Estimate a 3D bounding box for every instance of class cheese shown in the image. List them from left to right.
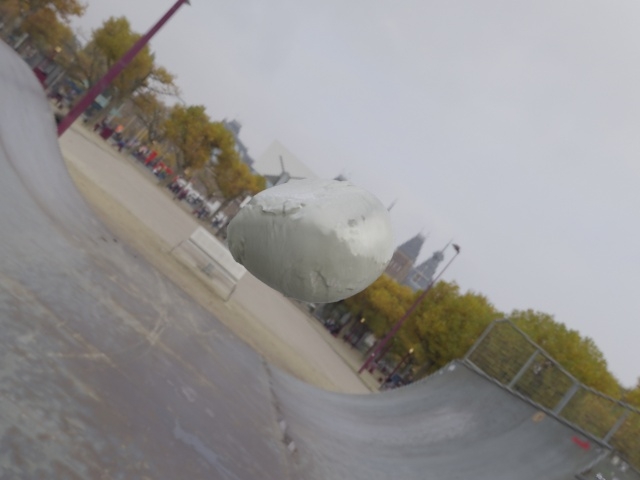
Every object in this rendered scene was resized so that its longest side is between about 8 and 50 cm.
[{"bbox_3d":[0.000,0.000,0.794,0.189,0.198,0.154,10,-65,46],"label":"cheese"}]

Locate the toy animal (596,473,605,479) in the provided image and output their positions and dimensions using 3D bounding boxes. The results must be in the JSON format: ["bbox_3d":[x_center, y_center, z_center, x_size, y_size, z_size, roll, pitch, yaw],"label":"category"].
[{"bbox_3d":[0.487,0.347,0.644,0.302,0.225,0.284,52,16,12],"label":"toy animal"}]
